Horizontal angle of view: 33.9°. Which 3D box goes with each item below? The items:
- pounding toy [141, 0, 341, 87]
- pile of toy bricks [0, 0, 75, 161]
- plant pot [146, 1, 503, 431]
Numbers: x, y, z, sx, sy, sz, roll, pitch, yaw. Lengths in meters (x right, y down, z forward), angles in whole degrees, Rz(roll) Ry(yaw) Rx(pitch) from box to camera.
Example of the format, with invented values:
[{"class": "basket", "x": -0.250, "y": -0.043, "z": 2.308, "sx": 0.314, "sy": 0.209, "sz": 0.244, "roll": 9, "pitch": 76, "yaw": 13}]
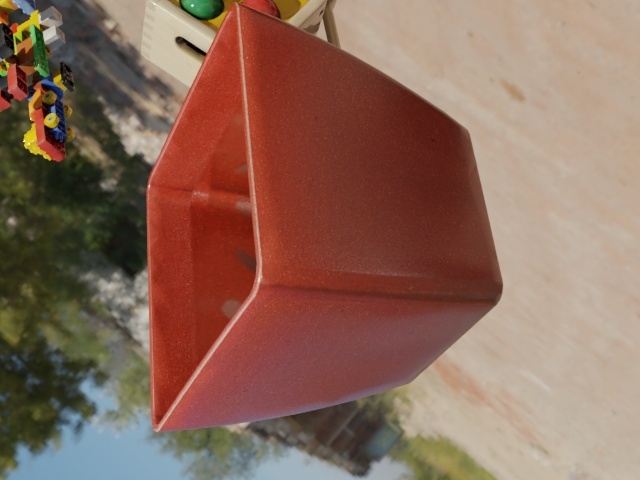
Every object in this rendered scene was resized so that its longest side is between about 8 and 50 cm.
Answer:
[{"class": "pounding toy", "x": -0.041, "y": -0.223, "z": 1.041, "sx": 0.181, "sy": 0.206, "sz": 0.094, "roll": 34, "pitch": 147, "yaw": 8}, {"class": "pile of toy bricks", "x": -0.316, "y": -0.162, "z": 1.030, "sx": 0.118, "sy": 0.105, "sz": 0.212, "roll": 47, "pitch": -160, "yaw": -50}, {"class": "plant pot", "x": 0.000, "y": 0.000, "z": 0.906, "sx": 0.236, "sy": 0.267, "sz": 0.267, "roll": 8, "pitch": 145, "yaw": -23}]
